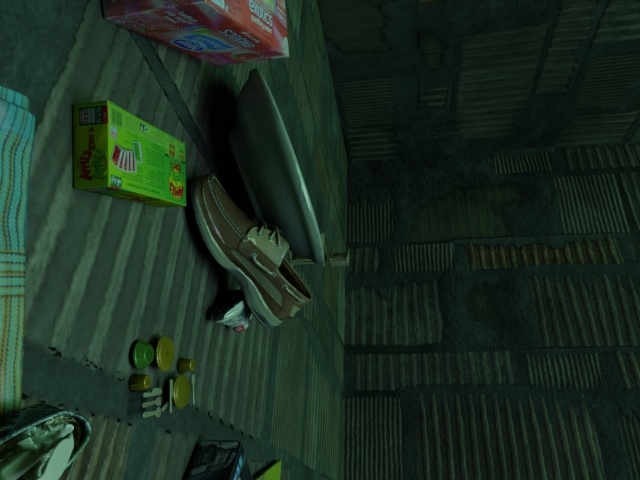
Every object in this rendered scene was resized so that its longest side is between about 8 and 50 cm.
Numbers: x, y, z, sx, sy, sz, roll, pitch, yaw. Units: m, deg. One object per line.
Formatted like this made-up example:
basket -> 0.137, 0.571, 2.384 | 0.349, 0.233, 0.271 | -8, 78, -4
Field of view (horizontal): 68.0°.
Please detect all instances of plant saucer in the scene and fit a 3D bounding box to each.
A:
plant saucer -> -0.104, -0.131, 0.956 | 0.400, 0.100, 0.401 | 161, -90, -86

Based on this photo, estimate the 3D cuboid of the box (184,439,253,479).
box -> -0.165, 0.501, 0.692 | 0.308, 0.076, 0.243 | -77, 162, -59

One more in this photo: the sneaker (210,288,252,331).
sneaker -> -0.157, 0.141, 0.892 | 0.161, 0.057, 0.076 | -52, 133, -80

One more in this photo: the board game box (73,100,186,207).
board game box -> -0.227, -0.097, 0.588 | 0.181, 0.043, 0.092 | 14, 74, -80

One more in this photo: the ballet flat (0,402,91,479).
ballet flat -> -0.220, 0.163, 0.304 | 0.188, 0.070, 0.070 | -54, 140, -74

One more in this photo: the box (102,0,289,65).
box -> -0.161, -0.361, 0.677 | 0.300, 0.141, 0.154 | -33, 121, -72

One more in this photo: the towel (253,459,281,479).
towel -> -0.128, 0.572, 1.075 | 0.237, 0.021, 0.102 | 58, 36, -73

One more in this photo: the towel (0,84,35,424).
towel -> -0.276, 0.052, 0.272 | 0.271, 0.040, 0.371 | 20, 68, -79

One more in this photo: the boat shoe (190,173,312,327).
boat shoe -> -0.115, 0.012, 0.847 | 0.123, 0.116, 0.325 | -102, 166, -57

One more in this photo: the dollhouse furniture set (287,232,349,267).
dollhouse furniture set -> 0.000, 0.000, 1.491 | 0.161, 0.181, 0.101 | -74, 159, -61

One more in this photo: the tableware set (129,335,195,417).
tableware set -> -0.215, 0.185, 0.655 | 0.154, 0.024, 0.104 | 46, 39, -74
